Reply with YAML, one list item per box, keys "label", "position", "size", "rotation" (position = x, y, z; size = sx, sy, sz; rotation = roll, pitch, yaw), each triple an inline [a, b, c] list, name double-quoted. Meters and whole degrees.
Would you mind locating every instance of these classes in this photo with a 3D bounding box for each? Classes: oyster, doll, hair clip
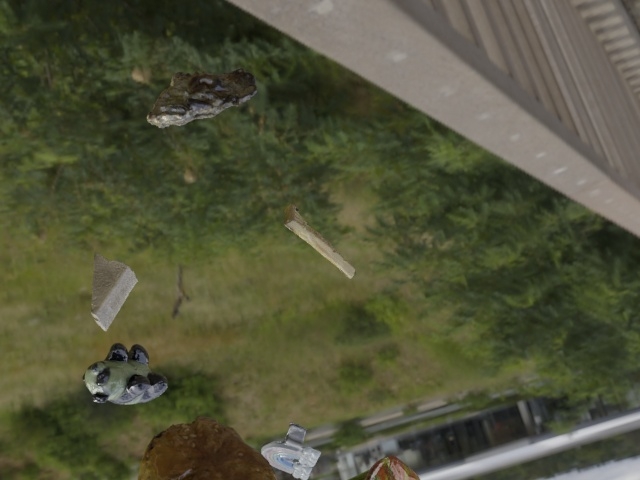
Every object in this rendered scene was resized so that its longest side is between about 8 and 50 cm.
- label: "oyster"
  position: [-0.169, -0.201, 1.166]
  size: [0.177, 0.105, 0.056]
  rotation: [-31, 134, -28]
- label: "doll"
  position: [-0.489, 0.345, 2.096]
  size: [0.135, 0.143, 0.234]
  rotation: [-42, 161, 4]
- label: "hair clip"
  position: [-0.075, 0.522, 2.071]
  size: [0.140, 0.054, 0.220]
  rotation: [17, 142, -2]

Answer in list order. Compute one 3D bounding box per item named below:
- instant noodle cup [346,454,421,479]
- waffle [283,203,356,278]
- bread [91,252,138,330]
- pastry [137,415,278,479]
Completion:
- label: "instant noodle cup"
  position: [0.055, 0.483, 1.267]
  size: [0.200, 0.264, 0.264]
  rotation: [-26, 160, 25]
- label: "waffle"
  position: [0.000, 0.000, 1.443]
  size: [0.023, 0.152, 0.097]
  rotation: [-49, -170, 13]
- label: "bread"
  position: [-0.494, 0.115, 1.895]
  size: [0.105, 0.152, 0.077]
  rotation: [15, 146, 22]
- label: "pastry"
  position: [-0.237, 0.522, 1.776]
  size: [0.255, 0.311, 0.162]
  rotation: [-20, 136, -38]
